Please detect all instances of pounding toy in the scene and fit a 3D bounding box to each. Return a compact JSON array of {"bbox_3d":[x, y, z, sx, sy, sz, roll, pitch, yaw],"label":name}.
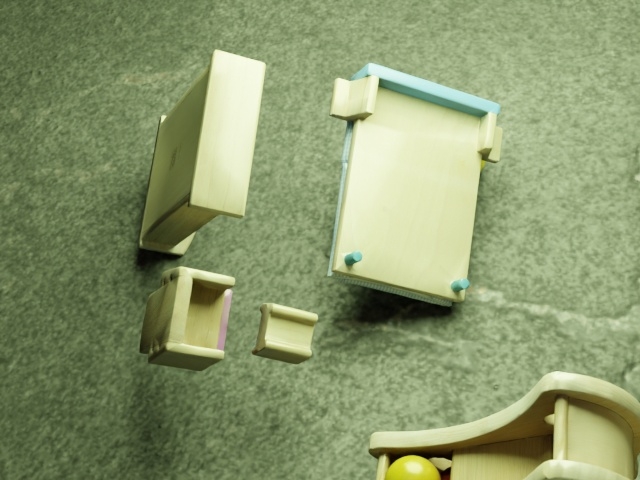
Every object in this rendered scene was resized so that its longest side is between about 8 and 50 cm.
[{"bbox_3d":[0.151,0.195,0.714,0.269,0.154,0.155,-12,49,28],"label":"pounding toy"}]

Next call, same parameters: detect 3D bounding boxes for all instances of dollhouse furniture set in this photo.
[{"bbox_3d":[0.000,0.000,0.976,0.303,0.198,0.287,12,75,-19],"label":"dollhouse furniture set"}]
